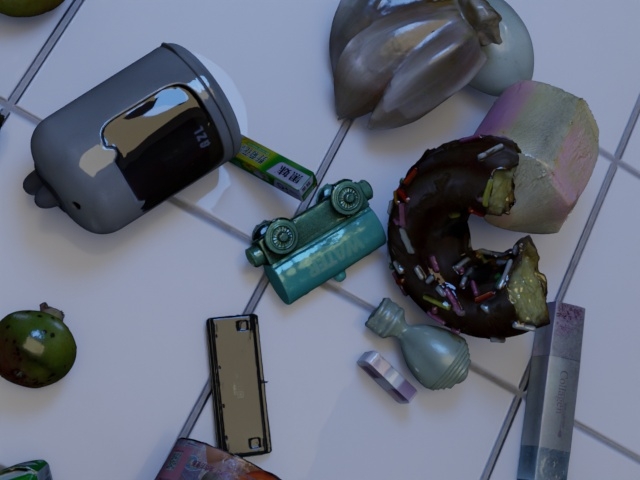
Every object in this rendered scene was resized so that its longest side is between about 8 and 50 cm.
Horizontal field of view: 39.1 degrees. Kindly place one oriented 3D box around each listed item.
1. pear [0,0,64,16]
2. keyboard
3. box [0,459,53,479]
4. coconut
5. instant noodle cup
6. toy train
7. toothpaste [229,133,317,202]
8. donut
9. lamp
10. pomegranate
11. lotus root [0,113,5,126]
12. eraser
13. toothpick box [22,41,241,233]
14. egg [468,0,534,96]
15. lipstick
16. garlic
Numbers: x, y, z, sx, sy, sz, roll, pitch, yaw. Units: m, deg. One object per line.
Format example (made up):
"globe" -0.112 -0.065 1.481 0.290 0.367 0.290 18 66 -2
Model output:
"pear" -0.477 -0.449 1.412 0.200 0.200 0.200 3 79 -15
"keyboard" -0.131 0.235 1.461 0.094 0.025 0.230 -4 81 -15
"box" -0.410 0.438 1.263 0.103 0.180 0.250 -14 85 -14
"coconut" 0.360 -0.125 1.561 0.233 0.233 0.245 33 71 -8
"instant noodle cup" -0.174 0.435 1.313 0.243 0.243 0.231 29 66 -9
"toy train" 0.000 0.000 1.512 0.248 0.101 0.159 -33 103 -18
"toothpaste" -0.085 -0.124 1.487 0.178 0.037 0.043 30 68 29
"donut" 0.225 0.001 1.480 0.136 0.259 0.345 -32 115 -53
"lamp" 0.169 0.174 1.523 0.193 0.106 0.106 39 72 4
"pomegranate" -0.429 0.160 1.349 0.130 0.130 0.130 3 79 -15
"lotus root" -0.643 -0.167 1.321 0.314 0.210 0.142 1 68 -2
"eraser" 0.111 0.229 1.509 0.105 0.065 0.026 44 70 -3
"toothpick box" -0.308 -0.147 1.398 0.316 0.229 0.229 -36 91 -17
"egg" 0.302 -0.352 1.629 0.151 0.151 0.209 -38 88 -19
"lipstick" 0.407 0.269 1.585 0.066 0.068 0.317 14 76 -13
"garlic" 0.135 -0.347 1.541 0.325 0.132 0.279 -26 64 12
